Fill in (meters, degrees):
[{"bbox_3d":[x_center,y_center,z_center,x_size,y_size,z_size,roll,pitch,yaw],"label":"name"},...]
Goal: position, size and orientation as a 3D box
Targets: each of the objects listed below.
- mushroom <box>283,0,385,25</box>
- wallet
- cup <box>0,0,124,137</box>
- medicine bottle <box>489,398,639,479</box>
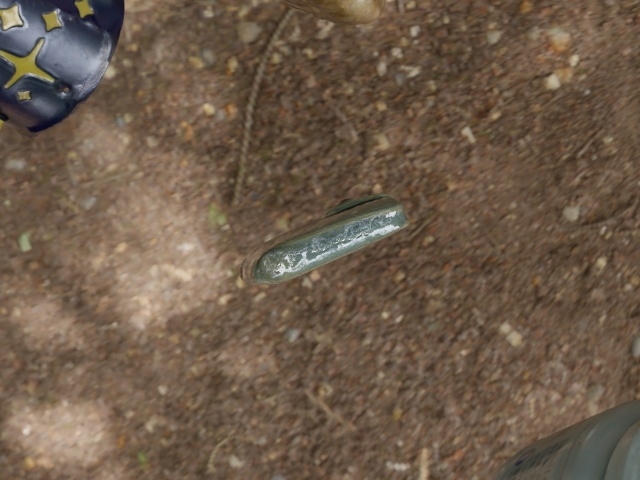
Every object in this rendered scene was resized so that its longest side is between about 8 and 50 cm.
[{"bbox_3d":[-0.020,-0.387,1.645,0.278,0.278,0.146,45,99,8],"label":"mushroom"},{"bbox_3d":[0.000,0.000,1.815,0.252,0.360,0.083,-25,93,-8],"label":"wallet"},{"bbox_3d":[-0.334,-0.183,1.058,0.178,0.256,0.254,-14,60,43],"label":"cup"},{"bbox_3d":[0.286,0.243,0.955,0.245,0.245,0.306,54,145,4],"label":"medicine bottle"}]
